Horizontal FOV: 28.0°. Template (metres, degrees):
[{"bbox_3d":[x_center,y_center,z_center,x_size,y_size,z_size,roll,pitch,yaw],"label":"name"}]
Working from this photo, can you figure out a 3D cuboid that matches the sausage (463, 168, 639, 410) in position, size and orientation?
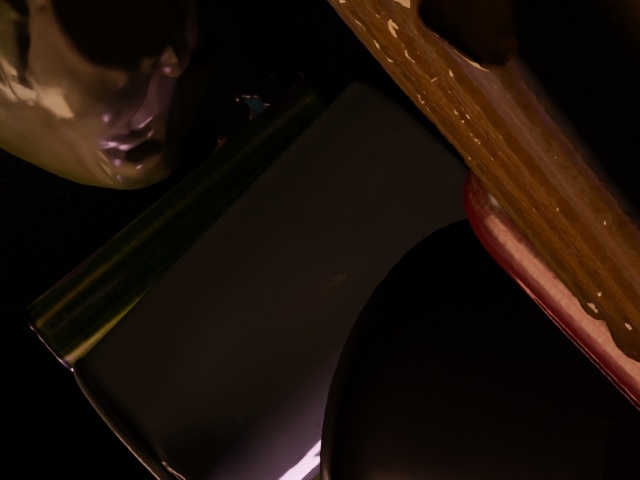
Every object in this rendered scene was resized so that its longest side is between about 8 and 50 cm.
[{"bbox_3d":[0.158,0.035,0.638,0.264,0.083,0.083,46,177,14],"label":"sausage"}]

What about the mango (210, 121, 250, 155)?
[{"bbox_3d":[0.000,-0.006,1.500,0.331,0.142,0.195,45,-146,-15],"label":"mango"}]

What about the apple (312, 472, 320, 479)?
[{"bbox_3d":[0.093,0.182,1.279,0.357,0.357,0.357,46,177,3],"label":"apple"}]

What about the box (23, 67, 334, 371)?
[{"bbox_3d":[-0.117,-0.016,1.219,0.097,0.345,0.134,50,-179,5],"label":"box"}]

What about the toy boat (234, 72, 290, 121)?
[{"bbox_3d":[-0.023,-0.099,1.381,0.185,0.077,0.075,45,176,26],"label":"toy boat"}]

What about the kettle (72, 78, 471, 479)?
[{"bbox_3d":[-0.026,0.042,1.010,0.265,0.318,0.205,42,177,42],"label":"kettle"}]

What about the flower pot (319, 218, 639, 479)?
[{"bbox_3d":[0.148,0.123,0.759,0.166,0.269,0.269,8,149,45],"label":"flower pot"}]

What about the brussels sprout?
[{"bbox_3d":[-0.222,-0.200,1.155,0.344,0.268,0.344,32,166,9],"label":"brussels sprout"}]

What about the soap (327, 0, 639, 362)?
[{"bbox_3d":[0.091,-0.048,0.477,0.232,0.073,0.140,48,175,-25],"label":"soap"}]
